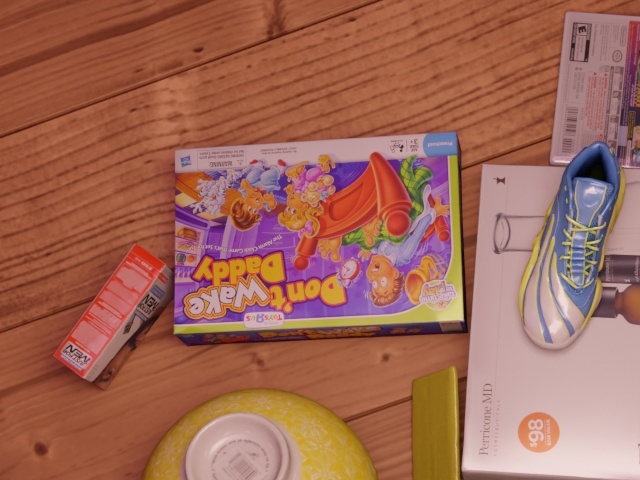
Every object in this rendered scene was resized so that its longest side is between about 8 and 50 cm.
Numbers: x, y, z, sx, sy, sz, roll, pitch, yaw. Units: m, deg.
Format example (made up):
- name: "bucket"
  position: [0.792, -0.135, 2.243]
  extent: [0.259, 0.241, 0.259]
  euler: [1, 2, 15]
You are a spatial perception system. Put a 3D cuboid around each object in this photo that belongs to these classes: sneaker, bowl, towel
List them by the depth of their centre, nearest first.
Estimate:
- name: "sneaker"
  position: [0.273, -0.005, 1.742]
  extent: [0.091, 0.126, 0.240]
  euler: [12, 68, 15]
- name: "bowl"
  position: [-0.081, 0.278, 1.781]
  extent: [0.289, 0.156, 0.289]
  euler: [-4, 59, 6]
- name: "towel"
  position: [0.137, 0.269, 1.823]
  extent: [0.021, 0.102, 0.237]
  euler: [7, 73, -25]

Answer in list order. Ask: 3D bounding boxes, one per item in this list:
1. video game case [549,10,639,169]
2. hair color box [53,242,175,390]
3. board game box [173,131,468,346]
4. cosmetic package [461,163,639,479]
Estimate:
- name: "video game case"
  position: [0.381, -0.178, 1.938]
  extent: [0.183, 0.023, 0.201]
  euler: [6, 75, 10]
- name: "hair color box"
  position: [-0.243, 0.094, 1.926]
  extent: [0.053, 0.093, 0.167]
  euler: [35, 84, 16]
- name: "board game box"
  position: [0.000, 0.000, 1.920]
  extent: [0.347, 0.078, 0.233]
  euler: [-3, 75, 8]
- name: "cosmetic package"
  position: [0.315, 0.101, 1.812]
  extent: [0.284, 0.097, 0.377]
  euler: [1, 67, 12]
